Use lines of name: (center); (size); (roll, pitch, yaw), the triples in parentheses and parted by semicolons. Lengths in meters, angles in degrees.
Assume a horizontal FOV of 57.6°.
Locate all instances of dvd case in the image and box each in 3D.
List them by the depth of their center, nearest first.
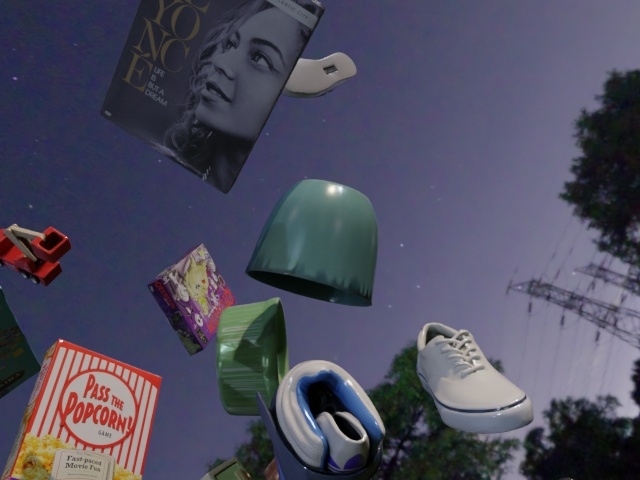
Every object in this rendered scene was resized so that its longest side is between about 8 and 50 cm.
dvd case: (-0.117, -0.177, 0.588); (0.221, 0.165, 0.018); (-57, 1, 27)

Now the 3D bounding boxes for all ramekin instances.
ramekin: (-0.168, 0.301, 1.483); (0.303, 0.148, 0.303); (-4, -90, -89)

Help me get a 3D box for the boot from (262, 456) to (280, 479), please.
boot: (-0.036, 0.376, 0.992); (0.114, 0.106, 0.037); (-45, -64, -38)

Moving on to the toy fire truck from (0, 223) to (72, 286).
toy fire truck: (-0.528, 0.015, 1.045); (0.047, 0.192, 0.135); (-56, -18, -39)

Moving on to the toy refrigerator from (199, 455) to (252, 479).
toy refrigerator: (-0.156, 0.609, 1.242); (0.094, 0.269, 0.102); (-47, -19, 24)

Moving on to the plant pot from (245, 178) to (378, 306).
plant pot: (0.000, 0.000, 1.330); (0.293, 0.293, 0.235); (31, -111, -54)

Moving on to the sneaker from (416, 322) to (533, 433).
sneaker: (0.171, 0.162, 0.725); (0.094, 0.258, 0.091); (-15, -85, -10)

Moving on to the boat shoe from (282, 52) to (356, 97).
boat shoe: (-0.023, -0.376, 1.365); (0.096, 0.088, 0.267); (55, -135, -2)

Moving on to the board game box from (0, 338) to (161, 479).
board game box: (-0.282, 0.234, 0.702); (0.147, 0.045, 0.193); (30, -142, -30)

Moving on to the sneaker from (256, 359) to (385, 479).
sneaker: (0.018, 0.300, 0.675); (0.130, 0.322, 0.236); (-10, -27, -14)

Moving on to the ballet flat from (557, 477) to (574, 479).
ballet flat: (0.476, 0.560, 1.252); (0.173, 0.057, 0.049); (-19, -53, 5)

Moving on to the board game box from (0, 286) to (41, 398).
board game box: (-0.644, 0.212, 0.995); (0.254, 0.079, 0.336); (-39, -18, -32)

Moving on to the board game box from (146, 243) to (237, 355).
board game box: (-0.330, 0.144, 1.555); (0.347, 0.056, 0.208); (-70, -44, -75)
